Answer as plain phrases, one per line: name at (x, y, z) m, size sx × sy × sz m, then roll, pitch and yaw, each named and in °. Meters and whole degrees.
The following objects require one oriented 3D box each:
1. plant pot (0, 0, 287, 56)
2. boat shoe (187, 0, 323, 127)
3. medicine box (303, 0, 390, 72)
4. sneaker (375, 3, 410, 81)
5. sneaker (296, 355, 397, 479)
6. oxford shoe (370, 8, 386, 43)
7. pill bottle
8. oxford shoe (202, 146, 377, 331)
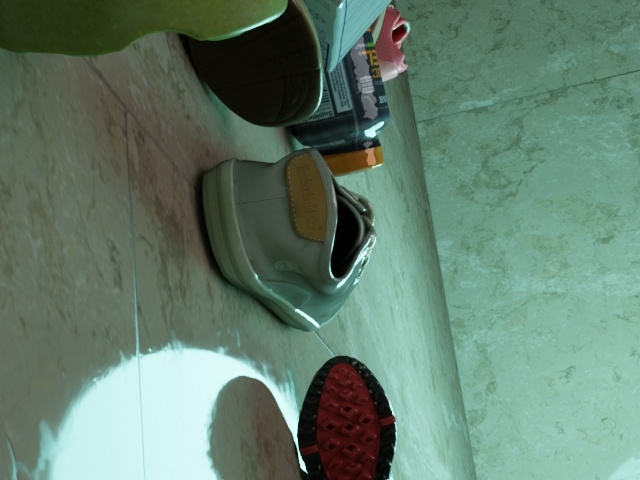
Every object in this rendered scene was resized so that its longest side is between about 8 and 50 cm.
plant pot at (-0.116, -0.243, 0.640) m, size 0.276 × 0.276 × 0.254 m, roll -76°, pitch 163°, yaw -67°
boat shoe at (-0.081, -0.252, 1.101) m, size 0.341 × 0.121 × 0.110 m, roll 65°, pitch 17°, yaw -44°
medicine box at (0.045, -0.356, 1.275) m, size 0.149 × 0.263 × 0.289 m, roll 41°, pitch -5°, yaw 2°
sneaker at (0.092, -0.382, 2.088) m, size 0.116 × 0.136 × 0.314 m, roll 67°, pitch 15°, yaw -48°
sneaker at (0.029, 0.250, 1.246) m, size 0.125 × 0.104 × 0.262 m, roll -172°, pitch -107°, yaw -83°
oxford shoe at (0.044, -0.349, 1.816) m, size 0.397 × 0.140 × 0.147 m, roll -85°, pitch 167°, yaw -51°
pill bottle at (0.015, -0.206, 1.517) m, size 0.130 × 0.130 × 0.246 m, roll -41°, pitch 118°, yaw -78°
oxford shoe at (0.000, 0.000, 1.225) m, size 0.449 × 0.130 × 0.169 m, roll 36°, pitch 42°, yaw -76°
